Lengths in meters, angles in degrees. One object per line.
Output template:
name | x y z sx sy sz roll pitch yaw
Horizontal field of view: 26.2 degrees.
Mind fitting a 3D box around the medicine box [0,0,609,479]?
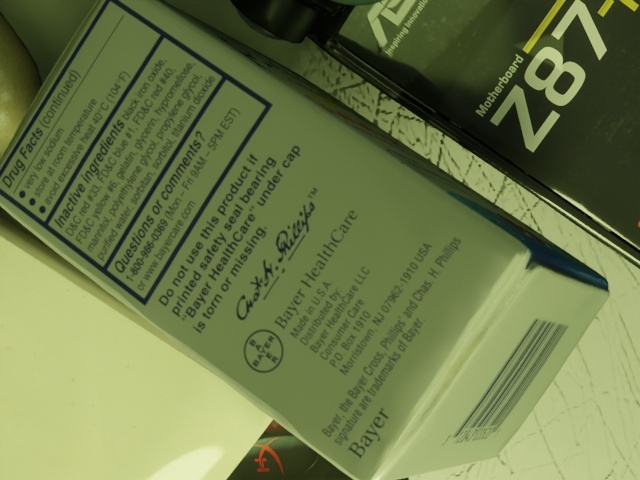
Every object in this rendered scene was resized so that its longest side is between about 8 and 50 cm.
medicine box | 0.000 0.000 0.833 0.289 0.263 0.149 36 98 20

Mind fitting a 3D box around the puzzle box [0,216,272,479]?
puzzle box | -0.266 0.100 0.847 0.409 0.052 0.272 37 96 -22

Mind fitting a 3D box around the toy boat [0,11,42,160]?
toy boat | -0.356 -0.075 0.886 0.267 0.148 0.318 44 89 -12

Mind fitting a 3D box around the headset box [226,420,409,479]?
headset box | -0.081 0.210 1.014 0.293 0.110 0.218 -12 107 -6

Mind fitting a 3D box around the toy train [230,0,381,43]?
toy train | 0.015 -0.275 0.744 0.190 0.142 0.334 29 109 -13

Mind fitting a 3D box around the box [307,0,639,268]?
box | 0.229 -0.214 0.953 0.318 0.097 0.395 33 98 -17
